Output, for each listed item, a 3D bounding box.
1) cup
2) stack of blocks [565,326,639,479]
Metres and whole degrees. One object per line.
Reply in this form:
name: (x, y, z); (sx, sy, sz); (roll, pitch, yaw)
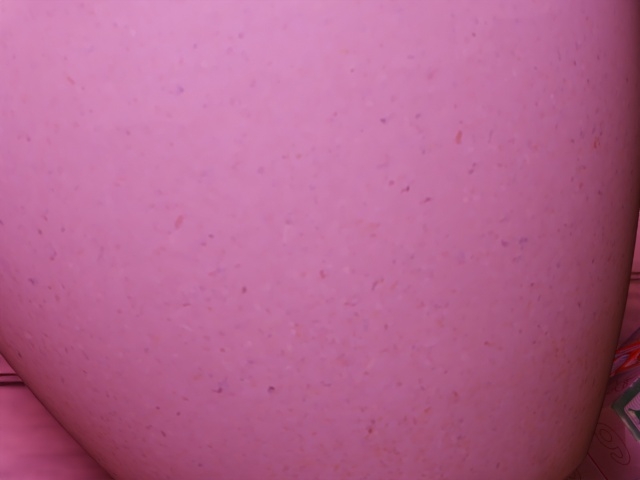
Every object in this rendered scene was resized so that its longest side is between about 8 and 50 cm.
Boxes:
cup: (0.000, 0.000, 0.645); (0.331, 0.331, 0.237); (-19, 93, -31)
stack of blocks: (0.244, 0.191, 0.817); (0.171, 0.087, 0.297); (-37, 91, -31)
